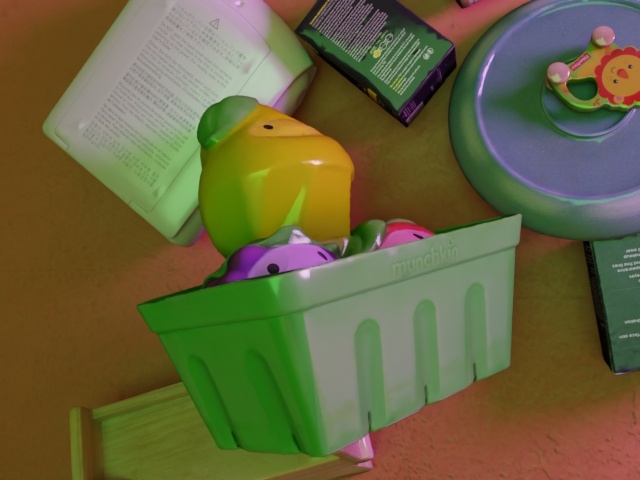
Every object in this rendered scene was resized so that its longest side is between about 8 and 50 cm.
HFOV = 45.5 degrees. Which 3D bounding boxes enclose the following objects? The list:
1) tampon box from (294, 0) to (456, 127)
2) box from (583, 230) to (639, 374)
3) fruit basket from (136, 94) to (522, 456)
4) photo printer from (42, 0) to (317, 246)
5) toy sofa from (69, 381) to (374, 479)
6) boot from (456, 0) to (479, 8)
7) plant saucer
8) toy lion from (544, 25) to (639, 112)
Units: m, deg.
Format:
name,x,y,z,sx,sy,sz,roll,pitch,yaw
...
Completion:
name,x,y,z,sx,sy,sz,roll,pitch,yaw
tampon box,0.069,-0.230,0.919,0.161,0.120,0.101,40,98,8
box,0.395,0.060,0.872,0.156,0.093,0.158,-10,89,13
fruit basket,0.000,0.000,0.802,0.283,0.392,0.392,-13,89,48
photo printer,-0.174,-0.186,0.979,0.256,0.107,0.307,39,98,8
toy sofa,-0.121,0.253,0.977,0.362,0.177,0.150,-19,63,12
boot,0.210,-0.405,0.907,0.165,0.077,0.213,-18,93,13
plant saucer,0.302,-0.158,0.866,0.317,0.044,0.317,-5,73,15
toy lion,0.311,-0.176,0.831,0.100,0.034,0.096,-39,76,3
